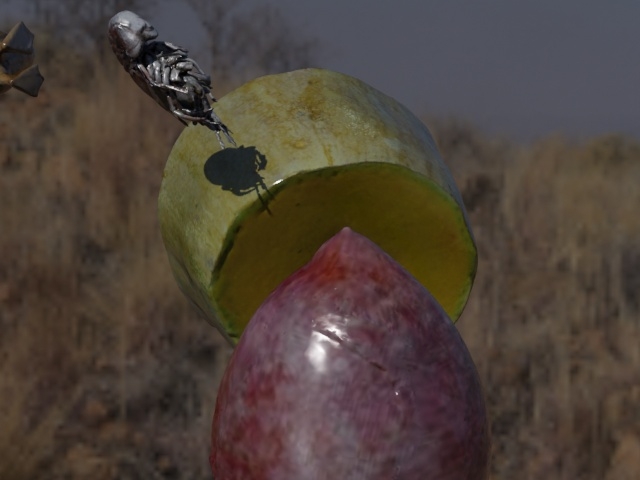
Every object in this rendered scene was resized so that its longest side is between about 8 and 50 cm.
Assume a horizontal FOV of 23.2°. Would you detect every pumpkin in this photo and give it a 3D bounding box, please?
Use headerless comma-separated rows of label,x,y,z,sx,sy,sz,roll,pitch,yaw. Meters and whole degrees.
pumpkin,0.000,0.000,1.630,0.332,0.332,0.199,0,20,-10

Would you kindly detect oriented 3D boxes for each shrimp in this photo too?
shrimp,-0.134,-0.147,1.450,0.165,0.056,0.065,38,-32,0

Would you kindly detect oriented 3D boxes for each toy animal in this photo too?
toy animal,-0.421,-0.207,1.846,0.179,0.089,0.188,4,16,42

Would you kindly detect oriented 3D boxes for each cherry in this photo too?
cherry,0.018,0.114,1.057,0.192,0.249,0.175,8,12,34
